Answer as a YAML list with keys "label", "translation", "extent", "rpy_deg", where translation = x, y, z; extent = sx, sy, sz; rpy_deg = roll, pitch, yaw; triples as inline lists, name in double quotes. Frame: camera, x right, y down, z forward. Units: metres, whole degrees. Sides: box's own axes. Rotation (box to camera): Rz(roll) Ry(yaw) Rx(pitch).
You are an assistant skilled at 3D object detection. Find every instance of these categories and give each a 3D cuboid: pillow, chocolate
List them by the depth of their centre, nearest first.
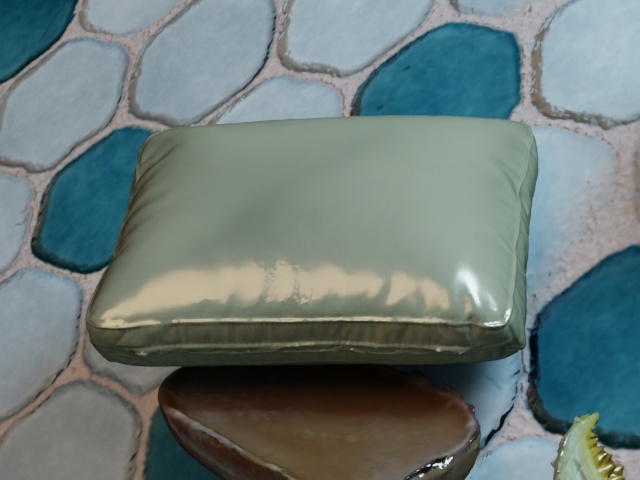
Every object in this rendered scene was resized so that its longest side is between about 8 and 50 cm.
- label: "chocolate"
  translation: [-0.001, 0.150, 1.446]
  extent: [0.161, 0.083, 0.261]
  rpy_deg: [-25, 31, -30]
- label: "pillow"
  translation: [0.000, 0.000, 1.495]
  extent: [0.322, 0.119, 0.255]
  rpy_deg: [-2, 41, 11]

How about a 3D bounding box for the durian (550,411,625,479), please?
- label: "durian"
  translation: [0.135, 0.238, 1.233]
  extent: [0.144, 0.139, 0.252]
  rpy_deg: [19, 70, 51]
